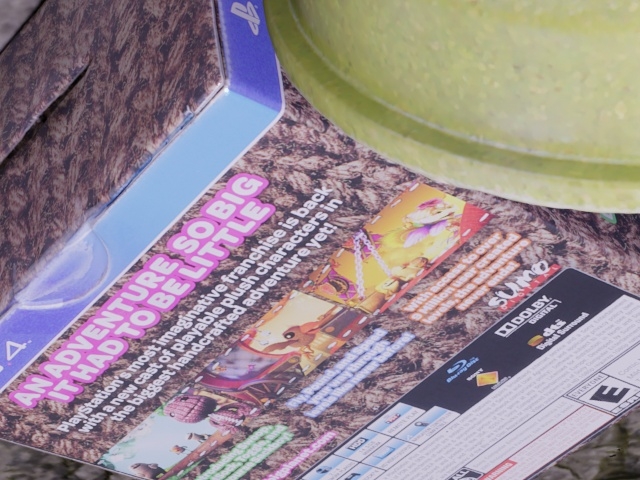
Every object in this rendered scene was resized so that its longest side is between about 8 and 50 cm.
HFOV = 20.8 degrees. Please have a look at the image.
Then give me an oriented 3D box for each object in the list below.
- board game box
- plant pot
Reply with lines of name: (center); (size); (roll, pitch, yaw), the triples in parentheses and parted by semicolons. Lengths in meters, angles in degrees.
board game box: (0.000, 0.000, 0.769); (0.291, 0.141, 0.232); (22, 132, -33)
plant pot: (0.097, -0.190, 0.481); (0.276, 0.276, 0.254); (-10, 131, 2)
